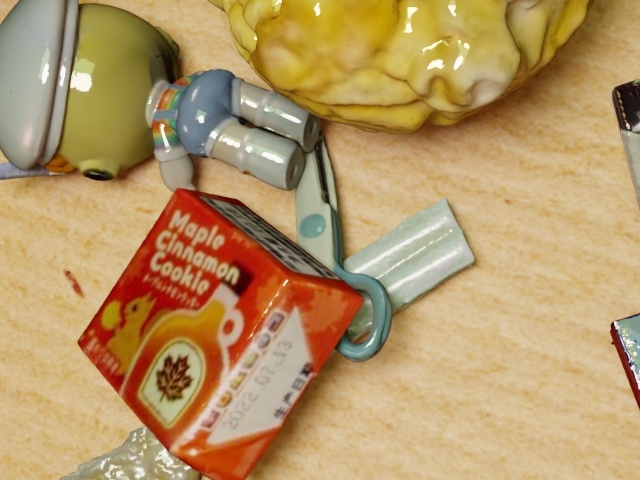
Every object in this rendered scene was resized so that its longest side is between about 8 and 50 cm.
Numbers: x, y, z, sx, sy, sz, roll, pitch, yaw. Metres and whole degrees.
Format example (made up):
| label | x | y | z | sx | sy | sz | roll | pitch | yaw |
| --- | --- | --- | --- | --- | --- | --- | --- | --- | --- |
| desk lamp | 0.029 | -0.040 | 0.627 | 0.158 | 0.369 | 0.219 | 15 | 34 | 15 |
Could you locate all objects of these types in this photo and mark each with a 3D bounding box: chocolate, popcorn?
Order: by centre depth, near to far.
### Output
| label | x | y | z | sx | sy | sz | roll | pitch | yaw |
| --- | --- | --- | --- | --- | --- | --- | --- | --- | --- |
| popcorn | 0.089 | -0.272 | 0.979 | 0.390 | 0.354 | 0.344 | -10 | 76 | 53 |
| chocolate | -0.113 | 0.085 | 1.010 | 0.237 | 0.108 | 0.235 | 38 | 95 | 43 |

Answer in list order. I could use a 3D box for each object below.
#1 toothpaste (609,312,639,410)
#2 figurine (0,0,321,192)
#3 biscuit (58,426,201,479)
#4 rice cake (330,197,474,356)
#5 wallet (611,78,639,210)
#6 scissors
| label | x | y | z | sx | sy | sz | roll | pitch | yaw |
| --- | --- | --- | --- | --- | --- | --- | --- | --- | --- |
| toothpaste | 0.363 | 0.217 | 0.938 | 0.076 | 0.066 | 0.320 | -20 | 75 | 8 |
| figurine | -0.188 | -0.172 | 1.088 | 0.381 | 0.205 | 0.225 | 4 | 73 | 11 |
| biscuit | -0.234 | 0.302 | 1.074 | 0.289 | 0.038 | 0.141 | -29 | 76 | 2 |
| rice cake | 0.057 | 0.047 | 1.060 | 0.226 | 0.040 | 0.085 | -33 | 70 | 5 |
| wallet | 0.441 | -0.089 | 0.989 | 0.262 | 0.071 | 0.221 | -13 | 76 | 16 |
| scissors | 0.000 | 0.000 | 1.053 | 0.138 | 0.041 | 0.289 | -19 | 61 | 25 |
